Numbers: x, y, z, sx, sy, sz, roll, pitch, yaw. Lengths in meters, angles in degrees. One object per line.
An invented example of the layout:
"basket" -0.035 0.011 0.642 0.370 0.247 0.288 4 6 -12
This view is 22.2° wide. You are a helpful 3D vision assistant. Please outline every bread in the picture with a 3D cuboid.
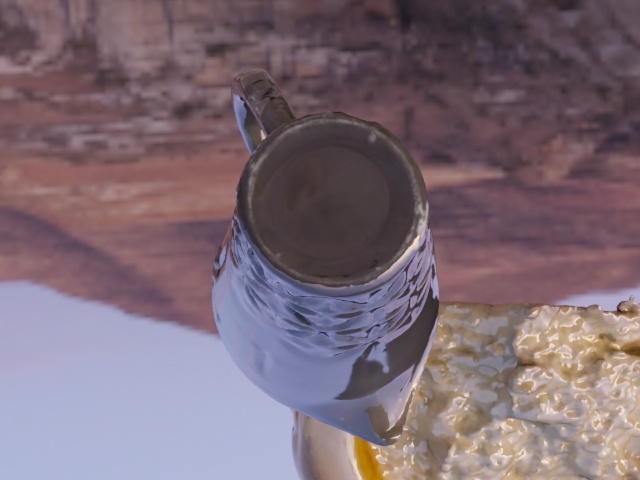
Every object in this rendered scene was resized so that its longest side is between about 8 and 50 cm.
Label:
"bread" 0.177 0.159 1.640 0.424 0.329 0.245 2 -149 -12

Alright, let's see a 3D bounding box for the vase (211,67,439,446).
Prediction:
"vase" 0.000 0.000 1.003 0.156 0.251 0.301 -23 170 -5
